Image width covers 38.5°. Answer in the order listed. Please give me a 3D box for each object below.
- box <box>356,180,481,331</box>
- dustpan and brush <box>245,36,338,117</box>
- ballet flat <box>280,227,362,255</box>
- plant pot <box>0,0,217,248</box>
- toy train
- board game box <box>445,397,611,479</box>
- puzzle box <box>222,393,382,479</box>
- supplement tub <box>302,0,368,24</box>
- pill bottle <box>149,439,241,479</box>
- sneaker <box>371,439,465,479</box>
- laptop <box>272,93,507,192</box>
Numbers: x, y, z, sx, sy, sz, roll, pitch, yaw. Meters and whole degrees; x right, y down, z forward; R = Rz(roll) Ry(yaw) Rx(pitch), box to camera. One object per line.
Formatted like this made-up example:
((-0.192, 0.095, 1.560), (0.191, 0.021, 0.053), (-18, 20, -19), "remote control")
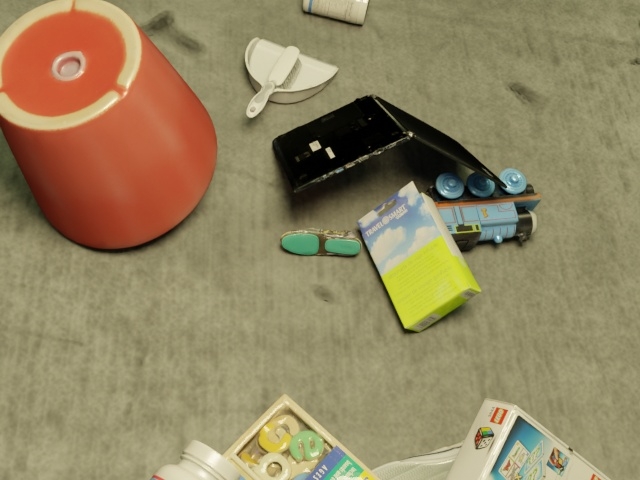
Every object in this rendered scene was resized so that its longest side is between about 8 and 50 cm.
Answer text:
((0.130, 0.022, 1.246), (0.109, 0.042, 0.178), (-36, 59, 22), "box")
((-0.069, -0.246, 1.419), (0.147, 0.060, 0.211), (22, 56, 6), "dustpan and brush")
((0.000, 0.000, 1.284), (0.114, 0.041, 0.041), (5, 56, -6), "ballet flat")
((-0.288, -0.160, 1.183), (0.275, 0.243, 0.274), (-3, 65, 6), "plant pot")
((0.230, -0.041, 1.320), (0.184, 0.080, 0.105), (-5, 66, -14), "toy train")
((0.180, 0.345, 0.952), (0.193, 0.053, 0.305), (39, 72, -27), "board game box")
((-0.080, 0.395, 0.958), (0.272, 0.052, 0.409), (39, 68, 17), "puzzle box")
((0.028, -0.408, 1.538), (0.107, 0.071, 0.071), (13, 55, 1), "supplement tub")
((-0.154, 0.288, 0.936), (0.087, 0.087, 0.160), (31, 65, 13), "pill bottle")
((0.146, 0.291, 1.078), (0.258, 0.091, 0.094), (-18, 74, 4), "sneaker")
((0.088, -0.113, 1.308), (0.264, 0.136, 0.234), (-25, 24, 0), "laptop")
